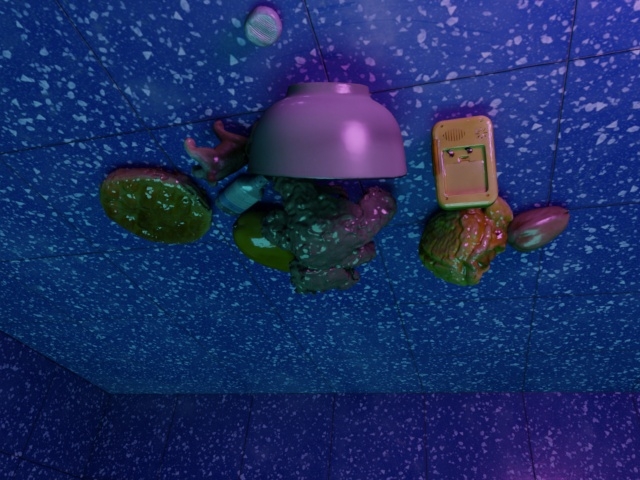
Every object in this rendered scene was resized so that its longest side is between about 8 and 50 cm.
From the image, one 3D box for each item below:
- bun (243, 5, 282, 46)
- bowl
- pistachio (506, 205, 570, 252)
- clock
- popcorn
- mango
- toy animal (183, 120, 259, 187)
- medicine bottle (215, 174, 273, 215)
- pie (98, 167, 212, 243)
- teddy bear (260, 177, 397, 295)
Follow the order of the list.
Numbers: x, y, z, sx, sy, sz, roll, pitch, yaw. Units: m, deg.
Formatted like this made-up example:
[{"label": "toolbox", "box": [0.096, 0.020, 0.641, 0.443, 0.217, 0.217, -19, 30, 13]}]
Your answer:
[{"label": "bun", "box": [-0.114, -0.431, 1.012, 0.083, 0.045, 0.083, 2, 142, 2]}, {"label": "bowl", "box": [0.015, -0.237, 1.088, 0.353, 0.354, 0.185, 2, 101, 5]}, {"label": "pistachio", "box": [0.608, -0.034, 1.416, 0.185, 0.109, 0.126, -28, 156, 29]}, {"label": "clock", "box": [0.331, -0.175, 1.165, 0.143, 0.203, 0.096, -4, 179, 18]}, {"label": "popcorn", "box": [0.402, 0.013, 1.407, 0.173, 0.226, 0.285, 25, 142, -31]}, {"label": "mango", "box": [-0.131, 0.017, 1.566, 0.195, 0.143, 0.331, -18, 139, 39]}, {"label": "toy animal", "box": [-0.213, -0.218, 1.231, 0.168, 0.233, 0.121, 36, 144, 30]}, {"label": "medicine bottle", "box": [-0.213, -0.139, 1.432, 0.090, 0.054, 0.208, 32, 136, -30]}, {"label": "pie", "box": [-0.487, -0.100, 1.512, 0.338, 0.083, 0.340, 2, 144, 2]}, {"label": "teddy bear", "box": [0.000, 0.000, 1.419, 0.356, 0.225, 0.368, 12, 135, -11]}]
